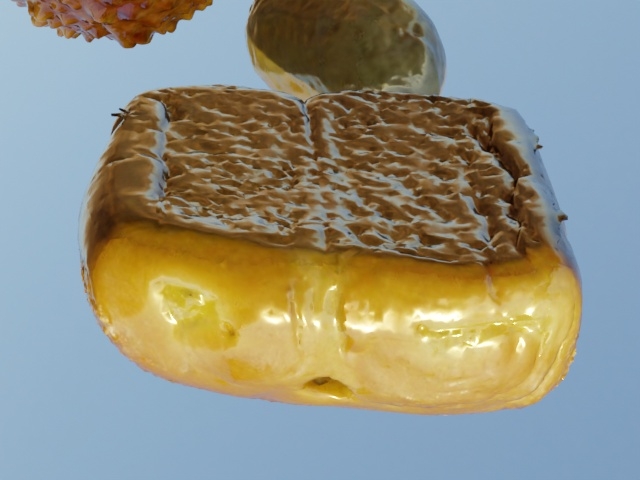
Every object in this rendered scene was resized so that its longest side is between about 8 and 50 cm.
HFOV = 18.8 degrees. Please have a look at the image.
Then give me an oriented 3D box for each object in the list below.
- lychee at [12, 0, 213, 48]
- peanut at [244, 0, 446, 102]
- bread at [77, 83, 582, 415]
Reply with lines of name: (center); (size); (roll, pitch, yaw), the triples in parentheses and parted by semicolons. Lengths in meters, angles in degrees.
lychee: (-0.126, -0.217, 1.148); (0.200, 0.200, 0.238); (-46, 165, 6)
peanut: (0.021, -0.165, 1.686); (0.129, 0.129, 0.224); (-53, -143, -7)
bread: (0.000, 0.008, 1.322); (0.337, 0.328, 0.148); (-101, -166, -66)
